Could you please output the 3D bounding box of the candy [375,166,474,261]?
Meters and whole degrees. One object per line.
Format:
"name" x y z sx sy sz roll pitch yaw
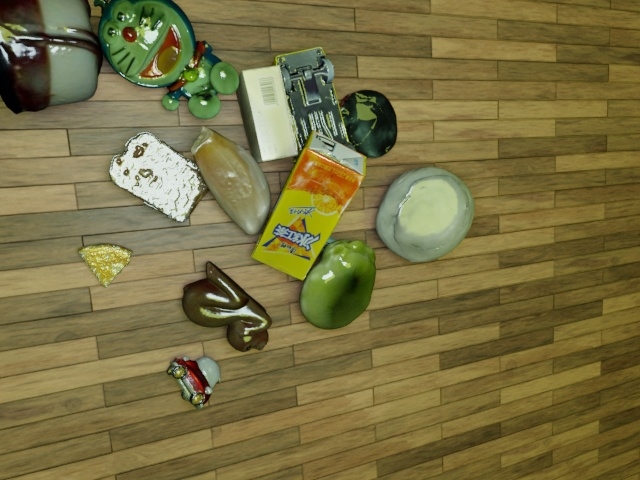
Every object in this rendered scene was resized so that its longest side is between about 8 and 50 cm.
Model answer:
"candy" 0.300 -0.077 1.311 0.296 0.185 0.295 -2 106 -7

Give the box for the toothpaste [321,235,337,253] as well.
"toothpaste" 0.000 0.000 1.279 0.297 0.048 0.074 32 94 -19

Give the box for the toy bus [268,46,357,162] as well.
"toy bus" -0.025 -0.308 1.173 0.144 0.152 0.329 -20 102 -19

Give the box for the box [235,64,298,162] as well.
"box" -0.138 -0.302 1.120 0.095 0.168 0.211 -15 102 -17

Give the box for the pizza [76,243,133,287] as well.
"pizza" -0.521 0.059 1.092 0.123 0.026 0.108 6 97 -24

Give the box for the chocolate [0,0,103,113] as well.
"chocolate" -0.540 -0.398 0.901 0.186 0.284 0.283 -12 100 -19

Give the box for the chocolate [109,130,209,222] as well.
"chocolate" -0.383 -0.151 1.085 0.214 0.093 0.148 37 81 -22

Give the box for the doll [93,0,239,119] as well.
"doll" -0.352 -0.420 1.019 0.198 0.186 0.322 -44 125 11

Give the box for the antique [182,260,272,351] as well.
"antique" -0.237 0.188 1.168 0.257 0.121 0.143 43 83 -19

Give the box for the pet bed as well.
"pet bed" 0.130 -0.329 1.284 0.202 0.053 0.201 -3 98 -22

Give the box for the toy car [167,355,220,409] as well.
"toy car" -0.316 0.350 1.172 0.112 0.112 0.139 -33 98 -30

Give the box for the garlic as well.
"garlic" -0.201 -0.144 1.110 0.143 0.112 0.318 -54 132 -24

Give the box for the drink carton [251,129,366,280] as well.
"drink carton" -0.032 -0.073 1.107 0.155 0.111 0.351 25 125 -8

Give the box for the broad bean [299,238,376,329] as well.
"broad bean" 0.051 0.125 1.237 0.238 0.119 0.290 -16 130 -31
